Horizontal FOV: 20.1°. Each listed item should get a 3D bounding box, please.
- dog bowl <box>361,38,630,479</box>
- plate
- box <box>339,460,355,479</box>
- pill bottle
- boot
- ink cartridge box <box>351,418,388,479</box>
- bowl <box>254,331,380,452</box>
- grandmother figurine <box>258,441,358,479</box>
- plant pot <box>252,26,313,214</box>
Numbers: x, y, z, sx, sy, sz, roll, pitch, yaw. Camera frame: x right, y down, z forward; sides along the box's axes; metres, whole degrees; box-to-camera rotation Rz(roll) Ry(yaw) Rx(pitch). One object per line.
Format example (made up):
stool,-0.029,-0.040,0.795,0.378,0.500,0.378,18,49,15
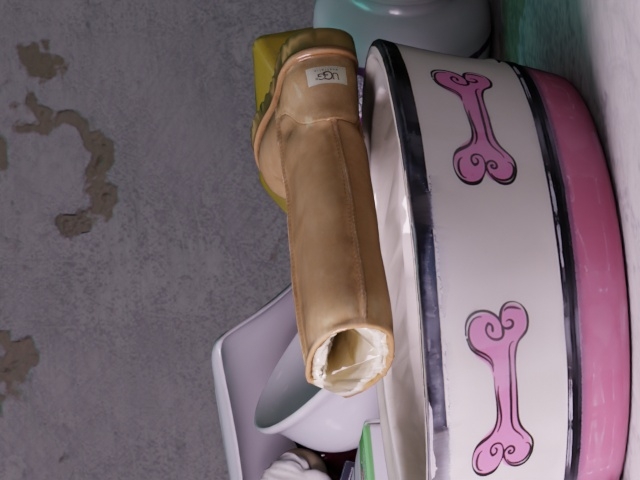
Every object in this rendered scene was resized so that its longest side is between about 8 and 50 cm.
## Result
dog bowl,0.125,0.047,1.375,0.408,0.150,0.408,175,90,-87
plate,-0.053,0.196,2.222,0.278,0.045,0.277,-37,-57,-55
box,0.090,0.344,2.080,0.156,0.158,0.093,90,-165,-58
pill bottle,0.077,-0.165,1.714,0.169,0.169,0.301,-99,6,-51
boot,0.000,0.000,1.441,0.236,0.089,0.269,91,172,-62
ink cartridge box,0.102,0.314,1.848,0.289,0.121,0.211,95,170,-71
bowl,0.067,0.139,2.063,0.298,0.134,0.298,-48,11,12
grandmother figurine,0.027,0.222,2.228,0.104,0.208,0.342,-37,11,46
plant pot,0.052,-0.109,2.019,0.187,0.212,0.212,-114,17,-48
